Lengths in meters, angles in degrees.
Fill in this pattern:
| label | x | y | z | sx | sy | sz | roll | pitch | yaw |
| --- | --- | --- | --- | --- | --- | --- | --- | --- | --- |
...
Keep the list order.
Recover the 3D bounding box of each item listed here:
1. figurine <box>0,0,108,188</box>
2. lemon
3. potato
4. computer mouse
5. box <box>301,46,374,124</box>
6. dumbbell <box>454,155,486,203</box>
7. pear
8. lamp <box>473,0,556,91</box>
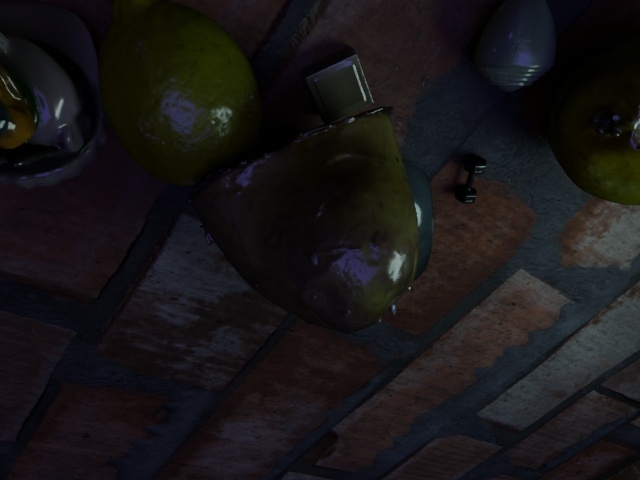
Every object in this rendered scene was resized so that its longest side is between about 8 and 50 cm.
| label | x | y | z | sx | sy | sz | roll | pitch | yaw |
| --- | --- | --- | --- | --- | --- | --- | --- | --- | --- |
| figurine | -0.338 | -0.129 | 0.472 | 0.185 | 0.332 | 0.204 | 30 | 112 | -13 |
| lemon | -0.164 | -0.172 | 0.570 | 0.184 | 0.184 | 0.248 | -19 | 134 | 1 |
| potato | 0.000 | 0.000 | 0.630 | 0.301 | 0.289 | 0.237 | -24 | 91 | -1 |
| computer mouse | 0.132 | 0.027 | 0.867 | 0.167 | 0.090 | 0.379 | -14 | 131 | -2 |
| box | 0.026 | -0.216 | 0.678 | 0.079 | 0.035 | 0.083 | -23 | 131 | 5 |
| dumbbell | 0.258 | -0.104 | 0.824 | 0.036 | 0.040 | 0.083 | -26 | 138 | -34 |
| pear | 0.477 | -0.176 | 0.690 | 0.321 | 0.269 | 0.269 | -13 | 132 | -28 |
| lamp | 0.270 | -0.298 | 0.638 | 0.106 | 0.106 | 0.193 | -3 | 119 | -12 |
